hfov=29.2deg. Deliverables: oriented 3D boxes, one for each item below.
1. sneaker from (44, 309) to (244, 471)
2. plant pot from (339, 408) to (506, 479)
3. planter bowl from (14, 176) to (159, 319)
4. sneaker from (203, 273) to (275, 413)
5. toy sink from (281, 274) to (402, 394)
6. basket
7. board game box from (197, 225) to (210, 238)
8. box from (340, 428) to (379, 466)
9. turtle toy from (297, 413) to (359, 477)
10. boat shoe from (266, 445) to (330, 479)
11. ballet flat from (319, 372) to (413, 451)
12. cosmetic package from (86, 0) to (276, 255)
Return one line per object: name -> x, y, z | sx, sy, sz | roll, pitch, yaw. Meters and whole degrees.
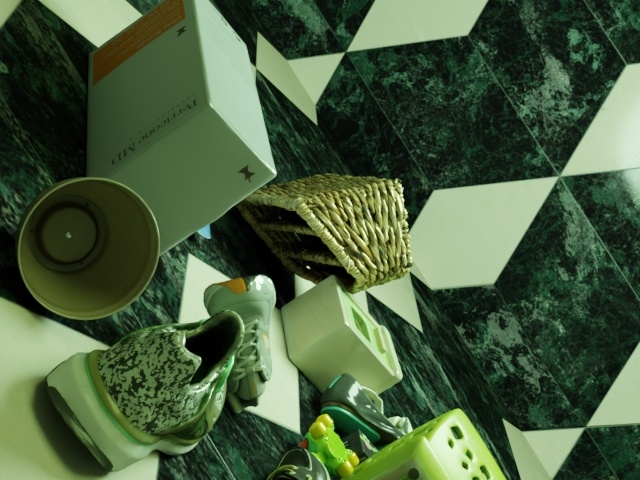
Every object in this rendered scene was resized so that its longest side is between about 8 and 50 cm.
sneaker -> -0.148, 0.152, 1.415 | 0.158, 0.182, 0.410 | 59, 10, 3
plant pot -> 0.147, 0.410, 1.837 | 0.227, 0.228, 0.207 | 60, 20, 11
planter bowl -> -0.279, 0.000, 1.414 | 0.162, 0.162, 0.109 | 51, -12, -26
sneaker -> -0.099, 0.143, 1.653 | 0.262, 0.099, 0.121 | 93, -17, -59
toy sink -> 0.053, 0.202, 2.184 | 0.234, 0.131, 0.153 | 50, 14, -29
basket -> 0.000, 0.000, 2.254 | 0.299, 0.223, 0.213 | 10, -70, 60
board game box -> -0.230, -0.071, 2.019 | 0.133, 0.033, 0.168 | 56, 14, -34
box -> 0.068, 0.365, 2.021 | 0.083, 0.052, 0.062 | 51, 13, -29
turtle toy -> 0.001, 0.321, 1.838 | 0.095, 0.066, 0.130 | 56, 13, 3
boat shoe -> -0.037, 0.337, 1.616 | 0.068, 0.081, 0.228 | 56, 14, -23
ballet flat -> 0.107, 0.328, 2.120 | 0.280, 0.095, 0.096 | 50, 45, -30
cosmetic package -> -0.227, -0.201, 1.898 | 0.161, 0.230, 0.453 | 48, 14, -32
